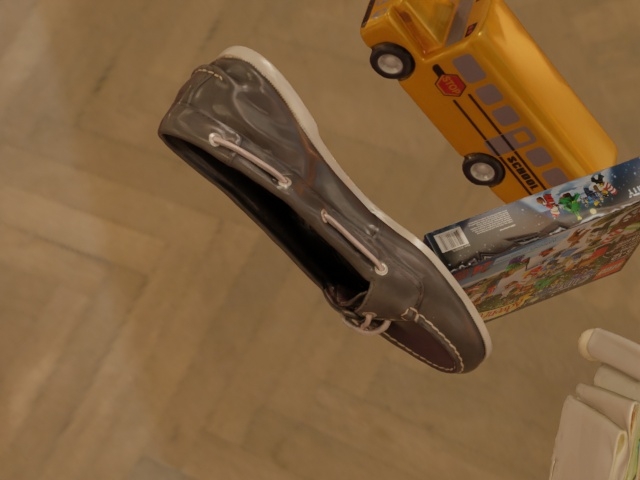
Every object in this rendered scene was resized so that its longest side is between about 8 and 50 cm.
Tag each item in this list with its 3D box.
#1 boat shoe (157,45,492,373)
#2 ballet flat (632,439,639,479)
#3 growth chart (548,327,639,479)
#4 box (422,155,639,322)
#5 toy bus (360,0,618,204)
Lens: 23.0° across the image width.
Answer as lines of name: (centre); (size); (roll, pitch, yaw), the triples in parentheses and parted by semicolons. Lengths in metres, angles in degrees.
boat shoe: (0.000, 0.000, 1.251); (0.095, 0.335, 0.112); (-47, 15, -25)
ballet flat: (0.382, 0.061, 1.040); (0.483, 0.164, 0.182); (-24, 74, -31)
growth chart: (0.121, 0.153, 0.727); (0.021, 0.172, 0.237); (9, 101, -5)
box: (0.187, 0.012, 1.403); (0.233, 0.159, 0.044); (-20, 66, -18)
toy bus: (0.189, -0.167, 1.767); (0.130, 0.332, 0.108); (-20, 35, 38)
